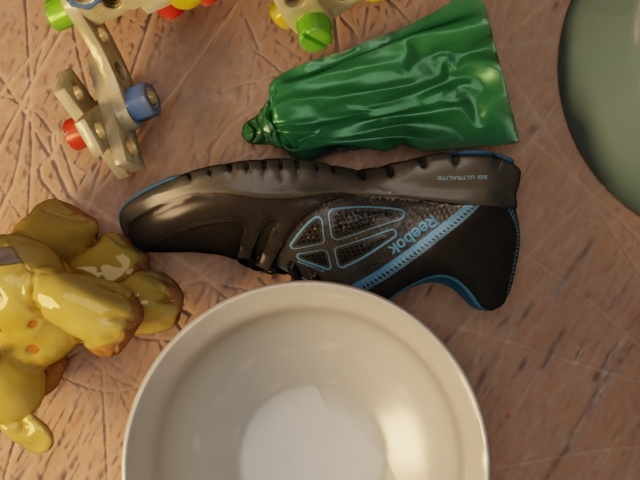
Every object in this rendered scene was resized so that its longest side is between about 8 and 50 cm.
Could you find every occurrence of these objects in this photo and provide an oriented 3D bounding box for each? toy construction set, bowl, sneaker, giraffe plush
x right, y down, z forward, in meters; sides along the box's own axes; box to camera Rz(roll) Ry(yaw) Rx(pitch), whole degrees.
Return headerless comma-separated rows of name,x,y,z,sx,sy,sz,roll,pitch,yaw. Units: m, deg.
toy construction set,-0.101,-0.202,1.347,0.327,0.215,0.151,-33,49,8
bowl,-0.010,0.184,1.337,0.297,0.134,0.298,0,86,1
sneaker,0.000,0.000,1.355,0.340,0.125,0.140,-2,90,4
giraffe plush,-0.243,0.081,1.346,0.181,0.210,0.170,41,115,34
bowl,0.359,-0.156,1.335,0.311,0.163,0.312,0,86,3

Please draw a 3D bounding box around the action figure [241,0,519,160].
action figure,0.042,-0.122,1.392,0.232,0.063,0.137,-14,87,7
